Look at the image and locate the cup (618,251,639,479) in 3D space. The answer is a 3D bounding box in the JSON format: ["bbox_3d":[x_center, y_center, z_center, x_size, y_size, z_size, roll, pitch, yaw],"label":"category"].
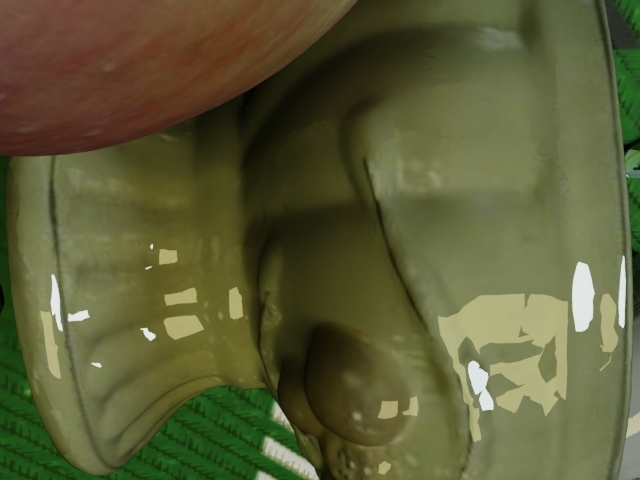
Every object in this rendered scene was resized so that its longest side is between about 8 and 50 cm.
[{"bbox_3d":[0.201,0.094,0.901,0.142,0.173,0.134,-34,105,16],"label":"cup"}]

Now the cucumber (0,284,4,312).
[{"bbox_3d":[-0.235,-0.034,0.618,0.067,0.067,0.245,-25,136,4],"label":"cucumber"}]

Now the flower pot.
[{"bbox_3d":[0.000,0.000,0.590,0.244,0.308,0.307,-4,138,4],"label":"flower pot"}]

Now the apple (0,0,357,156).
[{"bbox_3d":[-0.098,-0.167,0.371,0.235,0.306,0.305,-44,134,17],"label":"apple"}]

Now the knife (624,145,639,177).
[{"bbox_3d":[0.246,-0.099,0.777,0.078,0.023,0.166,-4,136,-26],"label":"knife"}]
